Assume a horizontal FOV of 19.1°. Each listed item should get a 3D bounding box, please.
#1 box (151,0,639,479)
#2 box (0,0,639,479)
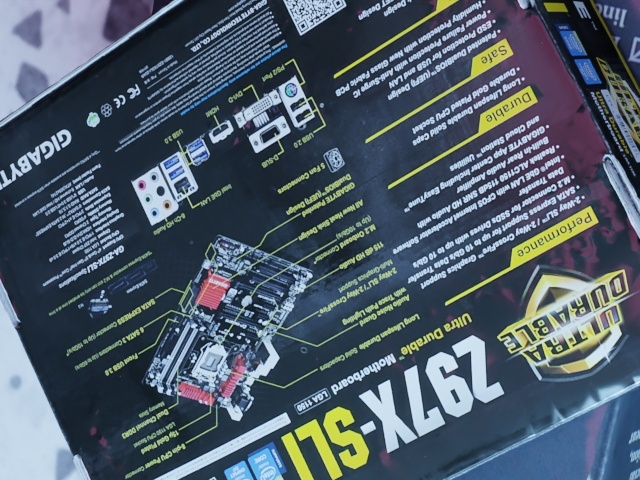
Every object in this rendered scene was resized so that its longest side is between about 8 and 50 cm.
[{"bbox_3d":[0.075,-0.050,1.007,0.293,0.212,0.395,17,101,25],"label":"box"},{"bbox_3d":[0.000,0.000,0.889,0.322,0.079,0.257,-31,81,27],"label":"box"}]
